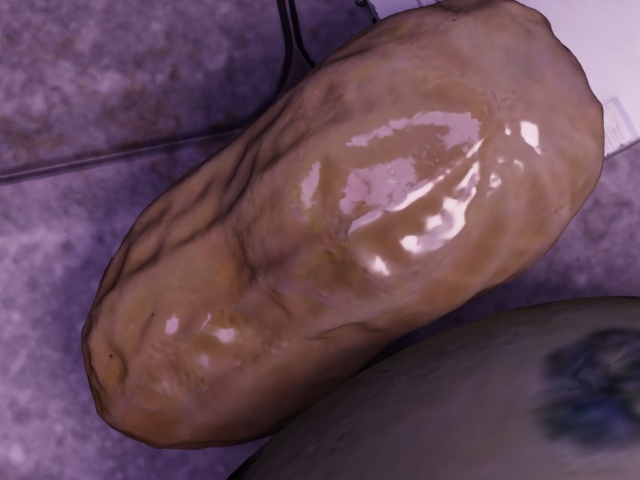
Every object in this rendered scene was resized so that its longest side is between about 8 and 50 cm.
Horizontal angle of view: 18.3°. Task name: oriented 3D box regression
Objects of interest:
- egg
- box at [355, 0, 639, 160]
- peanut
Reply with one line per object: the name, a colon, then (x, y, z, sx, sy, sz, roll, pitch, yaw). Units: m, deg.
egg: (0.089, 0.218, 0.933, 0.345, 0.345, 0.428, 36, 90, -1)
box: (0.101, -0.168, 1.047, 0.211, 0.045, 0.270, -29, 94, 6)
peanut: (0.000, 0.000, 0.997, 0.313, 0.152, 0.152, -34, 93, 25)
